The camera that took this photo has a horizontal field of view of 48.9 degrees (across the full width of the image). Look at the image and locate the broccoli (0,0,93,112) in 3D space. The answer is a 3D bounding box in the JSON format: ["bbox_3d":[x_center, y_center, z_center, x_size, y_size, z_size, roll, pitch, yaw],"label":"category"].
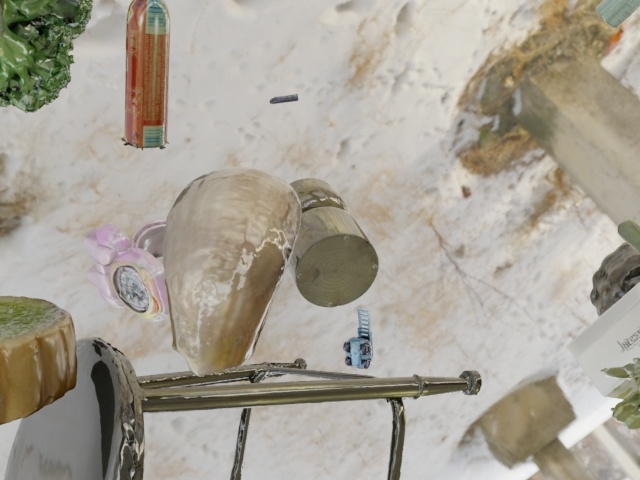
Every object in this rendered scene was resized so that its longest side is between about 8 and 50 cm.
[{"bbox_3d":[-0.644,-0.466,1.377,0.310,0.321,0.413,-37,133,-63],"label":"broccoli"}]

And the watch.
[{"bbox_3d":[-0.356,0.056,1.547,0.217,0.248,0.210,-37,151,-47],"label":"watch"}]

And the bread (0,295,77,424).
[{"bbox_3d":[-0.319,0.099,0.578,0.236,0.236,0.069,-9,101,-47],"label":"bread"}]

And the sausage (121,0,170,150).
[{"bbox_3d":[-0.280,-0.284,1.147,0.083,0.083,0.263,-13,119,-43],"label":"sausage"}]

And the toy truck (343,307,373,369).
[{"bbox_3d":[0.092,0.231,1.634,0.074,0.063,0.136,-41,133,-53],"label":"toy truck"}]

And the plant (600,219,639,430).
[{"bbox_3d":[0.471,0.117,0.820,0.306,0.261,0.297,-40,-167,13],"label":"plant"}]

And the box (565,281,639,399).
[{"bbox_3d":[0.555,0.164,1.134,0.260,0.111,0.194,14,126,-41],"label":"box"}]

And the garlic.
[{"bbox_3d":[-0.059,-0.001,0.492,0.195,0.087,0.101,-85,-176,-67],"label":"garlic"}]

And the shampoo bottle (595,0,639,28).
[{"bbox_3d":[0.580,-0.463,1.241,0.056,0.056,0.195,-10,153,-46],"label":"shampoo bottle"}]

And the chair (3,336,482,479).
[{"bbox_3d":[-0.111,0.286,0.794,0.410,0.361,0.365,18,164,-34],"label":"chair"}]

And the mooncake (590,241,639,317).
[{"bbox_3d":[0.632,0.108,1.319,0.228,0.228,0.124,-44,-178,17],"label":"mooncake"}]

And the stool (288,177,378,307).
[{"bbox_3d":[0.000,0.000,1.518,0.179,0.264,0.179,-8,121,-13],"label":"stool"}]

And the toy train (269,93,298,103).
[{"bbox_3d":[-0.104,-0.402,2.003,0.083,0.017,0.017,-8,155,-2],"label":"toy train"}]
